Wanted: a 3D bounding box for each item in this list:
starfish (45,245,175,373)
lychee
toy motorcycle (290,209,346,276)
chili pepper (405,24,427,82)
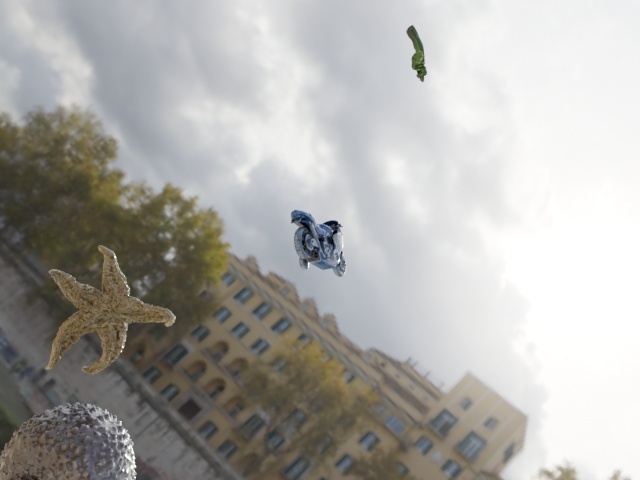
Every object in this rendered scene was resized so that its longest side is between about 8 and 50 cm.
[{"bbox_3d":[-0.477,0.148,1.875,0.060,0.299,0.302,-119,-166,-57],"label":"starfish"},{"bbox_3d":[-0.514,0.479,1.821,0.300,0.300,0.300,41,-22,20],"label":"lychee"},{"bbox_3d":[0.000,0.000,2.076,0.092,0.136,0.254,-11,-20,25],"label":"toy motorcycle"},{"bbox_3d":[0.140,-0.269,1.255,0.027,0.022,0.083,-14,-93,43],"label":"chili pepper"}]
